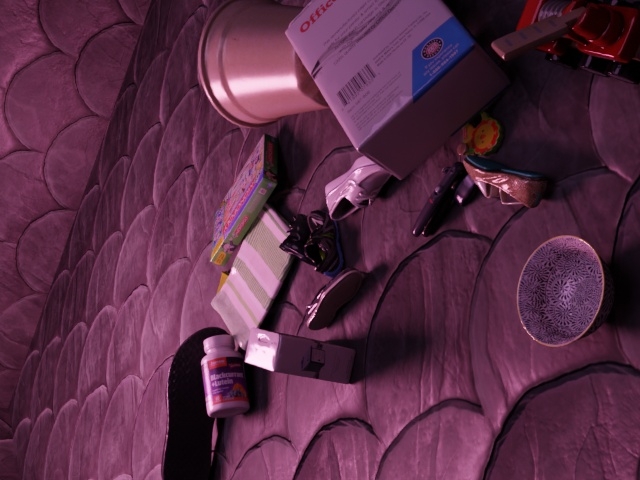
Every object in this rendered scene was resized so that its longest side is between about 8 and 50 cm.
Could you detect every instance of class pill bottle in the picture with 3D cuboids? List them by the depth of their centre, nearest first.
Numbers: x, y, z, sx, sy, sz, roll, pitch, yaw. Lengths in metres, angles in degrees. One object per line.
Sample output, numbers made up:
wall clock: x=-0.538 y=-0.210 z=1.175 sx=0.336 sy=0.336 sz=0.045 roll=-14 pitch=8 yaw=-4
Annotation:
pill bottle: x=-0.245 y=0.343 z=2.177 sx=0.108 sy=0.108 sz=0.193 roll=-38 pitch=56 yaw=46

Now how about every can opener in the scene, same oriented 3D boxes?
can opener: x=0.230 y=-0.074 z=1.639 sx=0.186 sy=0.059 sz=0.073 roll=-53 pitch=39 yaw=33

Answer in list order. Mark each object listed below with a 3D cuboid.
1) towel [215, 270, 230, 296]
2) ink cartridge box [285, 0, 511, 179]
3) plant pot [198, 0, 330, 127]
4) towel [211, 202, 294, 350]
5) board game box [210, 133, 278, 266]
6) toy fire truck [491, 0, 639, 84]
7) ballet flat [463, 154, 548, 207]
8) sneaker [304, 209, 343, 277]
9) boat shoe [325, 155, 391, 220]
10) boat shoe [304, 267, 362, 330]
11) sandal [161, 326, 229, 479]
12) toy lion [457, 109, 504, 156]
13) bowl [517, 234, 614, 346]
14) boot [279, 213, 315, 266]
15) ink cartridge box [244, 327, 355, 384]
towel: x=-0.233 y=0.161 z=2.331 sx=0.237 sy=0.021 sz=0.102 roll=29 pitch=102 yaw=58
ink cartridge box: x=0.139 y=-0.364 z=1.681 sx=0.285 sy=0.166 sz=0.395 roll=-41 pitch=51 yaw=18
plant pot: x=-0.071 y=-0.431 z=2.055 sx=0.305 sy=0.334 sz=0.334 roll=12 pitch=89 yaw=48
towel: x=-0.169 y=0.084 z=2.213 sx=0.325 sy=0.038 sz=0.248 roll=-62 pitch=35 yaw=12
board game box: x=-0.207 y=-0.109 z=2.325 sx=0.317 sy=0.046 sz=0.213 roll=-54 pitch=23 yaw=32
toy fire truck: x=0.369 y=-0.328 z=1.331 sx=0.217 sy=0.246 sz=0.158 roll=38 pitch=110 yaw=56
ballet flat: x=0.315 y=-0.101 z=1.508 sx=0.206 sy=0.073 sz=0.067 roll=-146 pitch=59 yaw=-61
sneaker: x=0.000 y=0.000 z=1.963 sx=0.067 sy=0.078 sz=0.188 roll=-49 pitch=40 yaw=37
boat shoe: x=0.093 y=-0.112 z=1.859 sx=0.258 sy=0.095 sz=0.084 roll=142 pitch=128 yaw=-60
boat shoe: x=0.021 y=0.116 z=1.890 sx=0.206 sy=0.075 sz=0.065 roll=-55 pitch=40 yaw=39
sandal: x=-0.342 y=0.443 z=2.277 sx=0.107 sy=0.167 sz=0.445 roll=-178 pitch=100 yaw=-76
toy lion: x=0.301 y=-0.202 z=1.606 sx=0.096 sy=0.034 sz=0.100 roll=-23 pitch=59 yaw=45
bowl: x=0.388 y=0.083 z=1.304 sx=0.170 sy=0.080 sz=0.170 roll=-30 pitch=54 yaw=50
boot: x=-0.034 y=-0.003 z=2.046 sx=0.121 sy=0.045 sz=0.099 roll=28 pitch=80 yaw=31
ink cartridge box: x=-0.045 y=0.246 z=1.831 sx=0.139 sy=0.191 sz=0.082 roll=4 pitch=82 yaw=59
